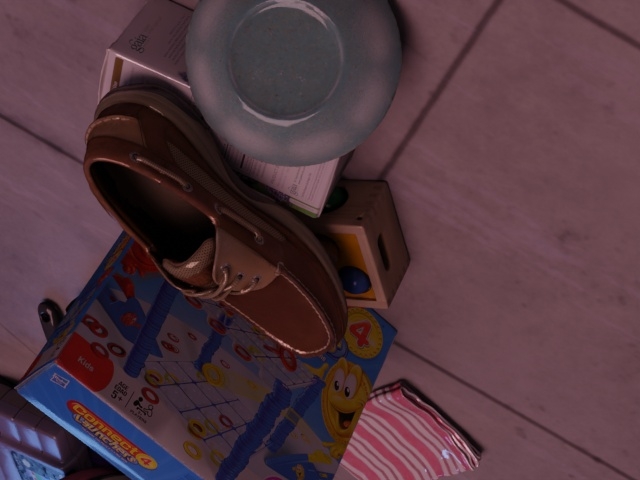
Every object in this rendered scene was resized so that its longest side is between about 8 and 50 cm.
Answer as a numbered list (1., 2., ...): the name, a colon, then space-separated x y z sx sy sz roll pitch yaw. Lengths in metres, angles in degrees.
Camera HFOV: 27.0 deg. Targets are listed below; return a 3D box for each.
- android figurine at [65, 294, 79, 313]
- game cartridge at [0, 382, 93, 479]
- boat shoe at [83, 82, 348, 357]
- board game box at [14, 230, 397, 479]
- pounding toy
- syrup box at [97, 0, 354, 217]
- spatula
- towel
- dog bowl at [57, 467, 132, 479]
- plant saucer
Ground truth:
1. android figurine: -0.193 0.168 1.643 0.248 0.056 0.273 -11 124 36
2. game cartridge: -0.417 0.342 1.917 0.230 0.068 0.355 22 140 26
3. boat shoe: -0.103 0.006 1.228 0.123 0.116 0.324 -30 114 35
4. board game box: -0.101 0.121 1.356 0.308 0.302 0.086 40 137 -15
5. pounding toy: 0.000 0.000 1.330 0.130 0.100 0.141 3 133 26
6. syrup box: -0.082 -0.127 1.251 0.237 0.093 0.096 24 139 4
7. spatula: -0.315 0.193 1.750 0.084 0.030 0.296 8 135 26
8. towel: 0.081 0.245 1.591 0.144 0.029 0.197 43 137 -15
9. dog bowl: -0.323 0.491 1.804 0.150 0.408 0.408 29 144 30
10. plant saucer: -0.027 -0.158 1.154 0.195 0.037 0.195 1 101 8
